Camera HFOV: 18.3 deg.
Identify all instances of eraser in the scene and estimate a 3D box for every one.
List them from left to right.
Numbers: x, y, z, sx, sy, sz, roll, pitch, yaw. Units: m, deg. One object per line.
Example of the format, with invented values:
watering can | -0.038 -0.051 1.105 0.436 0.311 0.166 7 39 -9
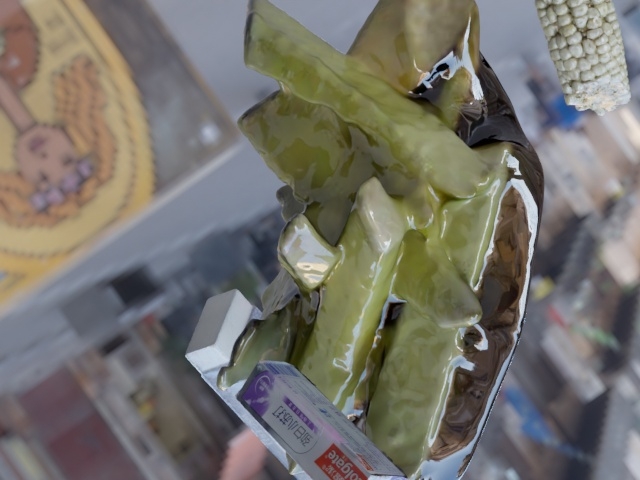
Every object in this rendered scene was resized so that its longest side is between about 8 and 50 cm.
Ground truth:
eraser | -0.049 0.154 2.053 0.046 0.212 0.092 -21 -147 33

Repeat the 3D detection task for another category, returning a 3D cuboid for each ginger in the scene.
ginger | 0.000 0.000 1.691 0.211 0.413 0.358 15 164 -33

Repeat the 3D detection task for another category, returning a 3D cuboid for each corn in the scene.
corn | 0.259 -0.228 2.014 0.087 0.211 0.087 -15 -177 1

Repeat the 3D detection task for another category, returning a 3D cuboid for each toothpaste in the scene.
toothpaste | -0.001 0.155 1.574 0.047 0.040 0.196 -60 -143 8
